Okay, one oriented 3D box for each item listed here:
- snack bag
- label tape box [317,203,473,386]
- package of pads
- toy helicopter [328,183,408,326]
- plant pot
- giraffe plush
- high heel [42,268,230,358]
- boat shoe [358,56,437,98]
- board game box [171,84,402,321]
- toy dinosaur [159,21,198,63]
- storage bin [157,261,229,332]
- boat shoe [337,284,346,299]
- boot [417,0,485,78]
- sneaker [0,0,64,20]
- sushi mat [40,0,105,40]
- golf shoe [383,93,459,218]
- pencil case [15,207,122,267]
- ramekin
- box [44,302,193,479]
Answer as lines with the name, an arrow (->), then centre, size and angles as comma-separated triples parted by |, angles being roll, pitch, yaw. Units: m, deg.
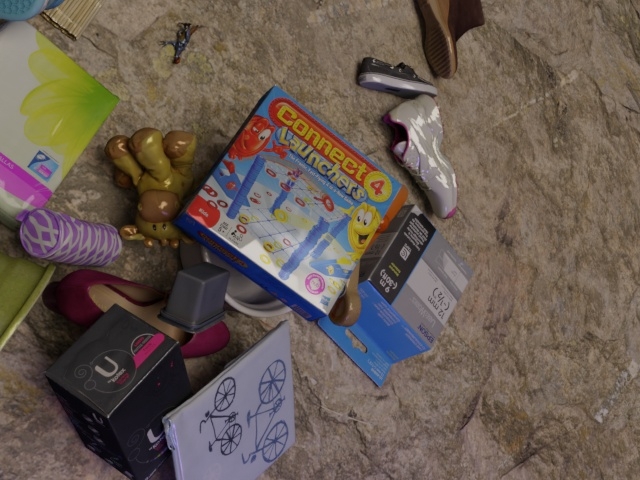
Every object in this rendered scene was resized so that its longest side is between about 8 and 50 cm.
snack bag -> -0.159, 0.356, 1.496 | 0.342, 0.037, 0.323 | -37, 136, -44
label tape box -> 0.178, 0.127, 1.842 | 0.249, 0.115, 0.347 | 47, 58, -24
package of pads -> -0.513, -0.198, 1.347 | 0.229, 0.101, 0.296 | 42, 62, -29
toy helicopter -> 0.071, 0.004, 1.693 | 0.140, 0.235, 0.355 | 10, 80, -37
plant pot -> -0.582, 0.081, 1.190 | 0.254, 0.276, 0.276 | 37, 64, -16
giraffe plush -> -0.292, -0.077, 1.446 | 0.210, 0.181, 0.170 | 56, 28, -54
high heel -> -0.293, 0.143, 1.432 | 0.377, 0.181, 0.127 | 16, 76, -36
boat shoe -> 0.188, -0.391, 1.926 | 0.228, 0.080, 0.076 | 5, 84, -30
board game box -> -0.051, -0.066, 1.443 | 0.308, 0.086, 0.302 | 36, 66, -13
toy dinosaur -> -0.269, -0.389, 1.592 | 0.090, 0.047, 0.082 | -6, 108, -48
storage bin -> -0.219, 0.092, 1.410 | 0.135, 0.098, 0.091 | -22, 130, -70
boat shoe -> 0.000, 0.000, 1.566 | 0.095, 0.079, 0.254 | -21, 98, -36
boot -> 0.354, -0.544, 2.053 | 0.207, 0.090, 0.248 | -16, 92, -35
sneaker -> -0.563, -0.442, 1.316 | 0.319, 0.208, 0.127 | 20, 112, 1
sushi mat -> -0.432, -0.533, 1.491 | 0.151, 0.019, 0.316 | 40, 63, -29
golf shoe -> 0.239, -0.191, 1.937 | 0.140, 0.115, 0.306 | -18, 96, -20
pencil case -> -0.416, -0.005, 1.354 | 0.086, 0.206, 0.088 | -39, 76, 7
ramekin -> -0.142, 0.014, 1.591 | 0.277, 0.135, 0.277 | 4, 83, -38
box -> -0.319, 0.263, 1.341 | 0.165, 0.143, 0.270 | -49, 155, -30
